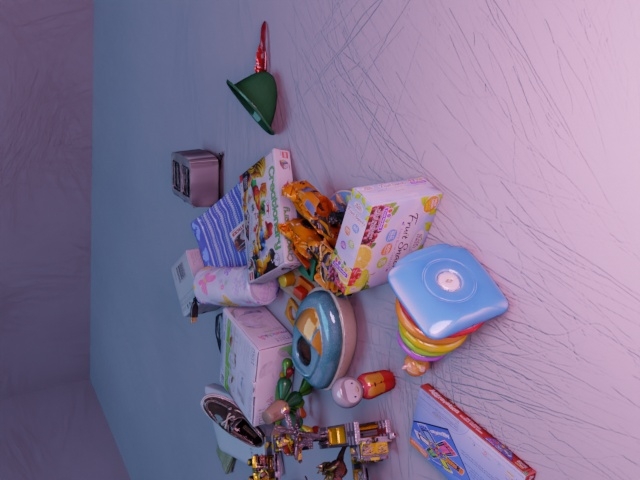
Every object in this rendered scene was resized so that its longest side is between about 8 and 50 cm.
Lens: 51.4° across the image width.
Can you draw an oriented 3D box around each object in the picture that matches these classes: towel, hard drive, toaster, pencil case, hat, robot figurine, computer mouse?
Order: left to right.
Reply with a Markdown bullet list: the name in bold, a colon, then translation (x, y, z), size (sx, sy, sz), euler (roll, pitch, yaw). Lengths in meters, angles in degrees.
- **toaster**: translation (-0.387, -0.202, 2.086), size (0.168, 0.110, 0.185), euler (29, 121, 51)
- **computer mouse**: translation (-0.311, 0.271, 2.028), size (0.060, 0.184, 0.261), euler (-66, -23, -73)
- **towel**: translation (-0.329, 0.734, 2.317), size (0.110, 0.027, 0.148), euler (54, 139, 38)
- **towel**: translation (-0.274, -0.010, 1.978), size (0.336, 0.040, 0.243), euler (-32, 72, 47)
- **pencil case**: translation (-0.241, 0.123, 1.877), size (0.273, 0.113, 0.124), euler (-7, 60, 42)
- **hard drive**: translation (-0.245, 0.589, 2.092), size (0.353, 0.047, 0.233), euler (-2, 102, 54)
- **hat**: translation (-0.121, -0.403, 1.691), size (0.208, 0.183, 0.173), euler (50, 176, -37)
- **robot figurine**: translation (0.000, 0.000, 1.465), size (0.291, 0.085, 0.211), euler (51, 142, 46)

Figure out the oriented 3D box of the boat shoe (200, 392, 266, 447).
- **boat shoe**: translation (-0.247, 0.512, 1.895), size (0.077, 0.219, 0.070), euler (-57, 0, -2)

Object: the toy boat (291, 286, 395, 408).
- **toy boat**: translation (0.025, 0.255, 1.508), size (0.318, 0.148, 0.267), euler (40, 130, 47)

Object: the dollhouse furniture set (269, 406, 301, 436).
- **dollhouse furniture set**: translation (-0.089, 0.507, 1.771), size (0.151, 0.076, 0.058), euler (-68, -7, -61)

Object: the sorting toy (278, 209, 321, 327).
- **sorting toy**: translation (-0.059, 0.083, 1.694), size (0.196, 0.047, 0.347), euler (39, 130, 47)

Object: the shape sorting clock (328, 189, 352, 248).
- **shape sorting clock**: translation (0.064, -0.011, 1.478), size (0.206, 0.040, 0.206), euler (22, 116, 55)

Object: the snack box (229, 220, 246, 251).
- **snack box**: translation (-0.186, -0.038, 1.844), size (0.178, 0.022, 0.064), euler (-38, 68, 37)

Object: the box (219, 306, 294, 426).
- **box**: translation (-0.185, 0.346, 1.889), size (0.231, 0.127, 0.261), euler (37, 128, 48)

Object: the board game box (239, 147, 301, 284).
- **board game box**: translation (-0.132, -0.058, 1.704), size (0.193, 0.053, 0.305), euler (-29, 63, 51)

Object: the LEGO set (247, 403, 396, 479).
- **LEGO set**: translation (0.029, 0.501, 1.443), size (0.192, 0.331, 0.254), euler (-33, 49, 54)

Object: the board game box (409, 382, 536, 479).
- **board game box**: translation (0.276, 0.408, 1.260), size (0.281, 0.027, 0.145), euler (36, 125, 49)

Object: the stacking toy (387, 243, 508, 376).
- **stacking toy**: translation (0.203, 0.162, 1.229), size (0.165, 0.175, 0.301), euler (57, 155, 33)

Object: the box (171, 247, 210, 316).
- **box**: translation (-0.388, 0.134, 2.167), size (0.181, 0.119, 0.181), euler (-38, 66, 55)

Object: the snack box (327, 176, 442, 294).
- **snack box**: translation (0.120, -0.010, 1.261), size (0.070, 0.175, 0.207), euler (48, 135, 37)

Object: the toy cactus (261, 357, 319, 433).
- **toy cactus**: translation (-0.070, 0.418, 1.690), size (0.112, 0.180, 0.218), euler (0, 104, 38)
